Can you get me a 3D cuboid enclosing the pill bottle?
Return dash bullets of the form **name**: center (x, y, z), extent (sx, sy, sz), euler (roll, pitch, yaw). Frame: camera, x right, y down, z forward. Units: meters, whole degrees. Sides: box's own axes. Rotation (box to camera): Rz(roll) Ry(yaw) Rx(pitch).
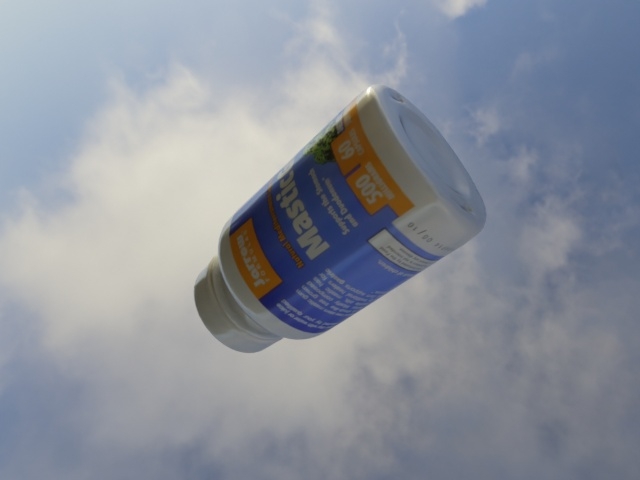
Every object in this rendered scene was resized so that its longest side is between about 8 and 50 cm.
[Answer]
- **pill bottle**: center (0.000, 0.000, 0.445), extent (0.272, 0.152, 0.152), euler (-38, -133, 29)
